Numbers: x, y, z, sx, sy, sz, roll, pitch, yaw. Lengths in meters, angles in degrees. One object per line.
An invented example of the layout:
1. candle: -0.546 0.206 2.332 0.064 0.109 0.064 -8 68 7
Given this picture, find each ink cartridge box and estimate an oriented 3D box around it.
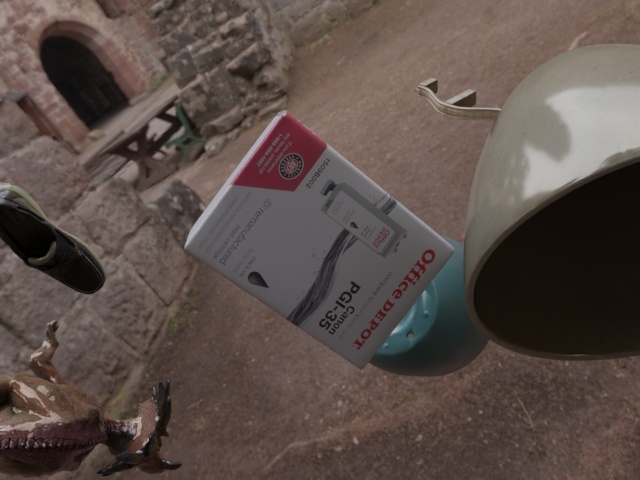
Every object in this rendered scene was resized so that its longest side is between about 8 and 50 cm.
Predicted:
1. ink cartridge box: 0.000 0.000 0.719 0.207 0.283 0.117 -53 15 3

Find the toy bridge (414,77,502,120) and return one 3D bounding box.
1. toy bridge: 0.219 -0.216 0.864 0.063 0.026 0.188 -32 42 -25

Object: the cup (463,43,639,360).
1. cup: 0.292 -0.058 0.555 0.331 0.331 0.237 -23 46 24

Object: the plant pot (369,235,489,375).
1. plant pot: 0.160 0.117 1.032 0.293 0.293 0.235 -23 -17 23

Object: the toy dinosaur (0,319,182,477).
1. toy dinosaur: -0.245 0.179 0.524 0.295 0.200 0.127 44 -110 -82

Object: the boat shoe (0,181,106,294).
1. boat shoe: -0.281 0.010 0.560 0.056 0.152 0.049 -36 36 2
